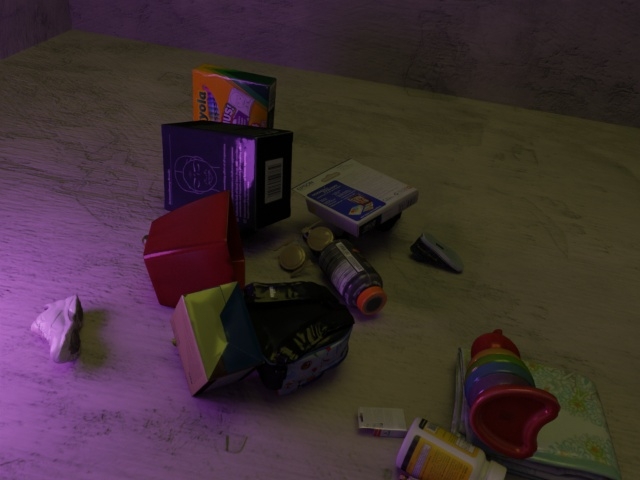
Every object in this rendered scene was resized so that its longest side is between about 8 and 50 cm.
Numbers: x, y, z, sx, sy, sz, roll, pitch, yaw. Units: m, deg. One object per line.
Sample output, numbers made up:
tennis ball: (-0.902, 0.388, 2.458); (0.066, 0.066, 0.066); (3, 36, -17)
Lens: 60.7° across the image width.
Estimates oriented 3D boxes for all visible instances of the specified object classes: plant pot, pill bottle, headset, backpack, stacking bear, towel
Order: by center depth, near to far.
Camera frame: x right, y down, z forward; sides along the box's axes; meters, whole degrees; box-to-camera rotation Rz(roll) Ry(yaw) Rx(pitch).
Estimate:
pill bottle: (0.277, 0.478, 1.165); (0.208, 0.119, 0.119); (24, 38, 21)
stacking bear: (0.410, 0.317, 1.252); (0.164, 0.176, 0.289); (19, 24, 2)
towel: (0.505, 0.418, 1.325); (0.374, 0.090, 0.321); (13, 36, 7)
backpack: (-0.056, 0.236, 1.364); (0.263, 0.213, 0.276); (-19, 49, -21)
plant pot: (-0.351, 0.048, 1.548); (0.235, 0.267, 0.267); (-8, 36, -2)
pill bottle: (0.100, 0.113, 1.638); (0.130, 0.131, 0.246); (-11, 40, -25)
headset: (0.155, -0.090, 1.973); (0.243, 0.185, 0.394); (15, 20, 16)

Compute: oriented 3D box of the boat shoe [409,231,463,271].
boat shoe: (0.392, 0.054, 1.848); (0.183, 0.083, 0.065); (40, 39, -3)

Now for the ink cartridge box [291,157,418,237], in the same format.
ink cartridge box: (0.114, -0.151, 1.839); (0.303, 0.072, 0.307); (-31, 44, -33)

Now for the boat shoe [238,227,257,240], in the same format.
boat shoe: (-0.296, -0.020, 1.789); (0.073, 0.080, 0.223); (24, 33, 30)

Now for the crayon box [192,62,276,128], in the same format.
crayon box: (-0.350, -0.497, 2.207); (0.312, 0.363, 0.106); (13, 35, 7)

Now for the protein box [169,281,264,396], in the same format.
protein box: (-0.247, 0.232, 1.274); (0.135, 0.201, 0.200); (-12, 72, -28)

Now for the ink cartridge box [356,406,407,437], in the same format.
ink cartridge box: (0.143, 0.427, 1.288); (0.115, 0.029, 0.063); (4, 35, -4)

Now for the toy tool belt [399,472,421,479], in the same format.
toy tool belt: (0.189, 0.523, 1.141); (0.083, 0.052, 0.051); (-1, 47, 49)

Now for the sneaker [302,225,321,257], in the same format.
sneaker: (0.000, 0.000, 1.838); (0.073, 0.063, 0.162); (-5, 38, -26)

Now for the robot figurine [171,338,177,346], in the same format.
robot figurine: (-0.319, 0.257, 1.400); (0.115, 0.067, 0.101); (10, 62, 0)

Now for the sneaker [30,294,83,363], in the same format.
sneaker: (-0.662, 0.231, 1.366); (0.115, 0.090, 0.232); (-10, 29, -13)

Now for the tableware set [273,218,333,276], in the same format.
tableware set: (-0.042, 0.030, 1.754); (0.194, 0.039, 0.128); (-33, 60, -5)

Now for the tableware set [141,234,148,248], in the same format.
tableware set: (-0.491, 0.007, 1.750); (0.154, 0.024, 0.104); (-10, 45, -14)

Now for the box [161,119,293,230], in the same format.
box: (-0.309, -0.228, 1.811); (0.395, 0.294, 0.212); (13, 21, 27)
